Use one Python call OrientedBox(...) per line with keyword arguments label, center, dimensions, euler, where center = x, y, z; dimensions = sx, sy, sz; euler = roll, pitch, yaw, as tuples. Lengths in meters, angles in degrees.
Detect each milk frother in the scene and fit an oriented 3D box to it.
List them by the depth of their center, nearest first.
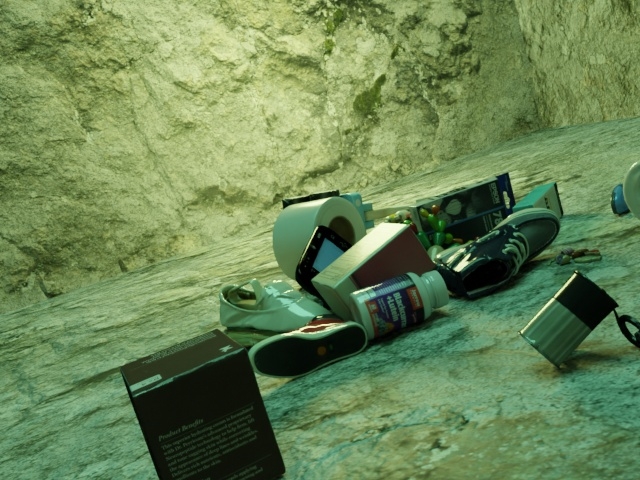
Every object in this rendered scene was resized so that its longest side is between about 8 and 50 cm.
OrientedBox(label="milk frother", center=(0.408, 0.145, 1.048), dimensions=(0.134, 0.129, 0.143), euler=(-50, 41, 8))

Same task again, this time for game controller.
OrientedBox(label="game controller", center=(0.027, 0.067, 1.783), dimensions=(0.067, 0.166, 0.319), euler=(-39, 12, 24))

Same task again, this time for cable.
OrientedBox(label="cable", center=(0.292, -0.083, 2.154), dimensions=(0.140, 0.072, 0.287), euler=(-8, 13, 20))

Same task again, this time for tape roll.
OrientedBox(label="tape roll", center=(0.000, 0.000, 2.039), dimensions=(0.169, 0.246, 0.246), euler=(-9, 13, 41))

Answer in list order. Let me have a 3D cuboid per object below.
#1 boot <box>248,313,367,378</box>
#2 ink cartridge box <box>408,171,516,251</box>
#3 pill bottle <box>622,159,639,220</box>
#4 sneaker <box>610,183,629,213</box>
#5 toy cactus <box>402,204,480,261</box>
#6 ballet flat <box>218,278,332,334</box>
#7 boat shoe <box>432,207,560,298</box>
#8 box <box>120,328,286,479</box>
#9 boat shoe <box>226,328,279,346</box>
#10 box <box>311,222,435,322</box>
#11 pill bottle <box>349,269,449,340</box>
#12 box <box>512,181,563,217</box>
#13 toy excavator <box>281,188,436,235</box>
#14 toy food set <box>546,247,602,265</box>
OrientedBox(label="boot", center=(-0.045, 0.213, 1.426), dimensions=(0.244, 0.088, 0.176), euler=(-11, 8, -18))
OrientedBox(label="ink cartridge box", center=(0.430, -0.074, 1.969), dimensions=(0.333, 0.165, 0.065), euler=(-20, 11, -13))
OrientedBox(label="pill bottle", center=(0.892, -0.157, 1.633), dimensions=(0.319, 0.176, 0.176), euler=(-22, 11, -28))
OrientedBox(label="sneaker", center=(0.853, -0.126, 1.839), dimensions=(0.209, 0.069, 0.082), euler=(-24, 16, -38))
OrientedBox(label="toy cactus", center=(0.324, 0.005, 1.838), dimensions=(0.112, 0.219, 0.180), euler=(119, 174, -48))
OrientedBox(label="ballet flat", center=(-0.138, 0.161, 1.720), dimensions=(0.139, 0.139, 0.400), euler=(-25, 13, -40))
OrientedBox(label="boat shoe", center=(0.429, 0.034, 1.560), dimensions=(0.341, 0.127, 0.158), euler=(-27, 16, -8))
OrientedBox(label="box", center=(-0.177, 0.265, 1.015), dimensions=(0.169, 0.203, 0.167), euler=(-20, 10, -20))
OrientedBox(label="boat shoe", center=(-0.157, 0.237, 1.610), dimensions=(0.153, 0.048, 0.056), euler=(-2, 4, 32))
OrientedBox(label="box", center=(0.121, 0.077, 1.578), dimensions=(0.232, 0.126, 0.149), euler=(-39, 15, -14))
OrientedBox(label="pill bottle", center=(0.167, 0.131, 1.447), dimensions=(0.194, 0.108, 0.108), euler=(-19, 10, -10))
OrientedBox(label="box", center=(0.610, -0.083, 1.907), dimensions=(0.060, 0.100, 0.244), euler=(-10, 12, 35))
OrientedBox(label="toy excavator", center=(0.146, -0.092, 2.483), dimensions=(0.433, 0.222, 0.445), euler=(-5, 7, 43))
OrientedBox(label="toy food set", center=(0.581, 0.033, 1.560), dimensions=(0.122, 0.019, 0.078), euler=(-10, 12, 34))
